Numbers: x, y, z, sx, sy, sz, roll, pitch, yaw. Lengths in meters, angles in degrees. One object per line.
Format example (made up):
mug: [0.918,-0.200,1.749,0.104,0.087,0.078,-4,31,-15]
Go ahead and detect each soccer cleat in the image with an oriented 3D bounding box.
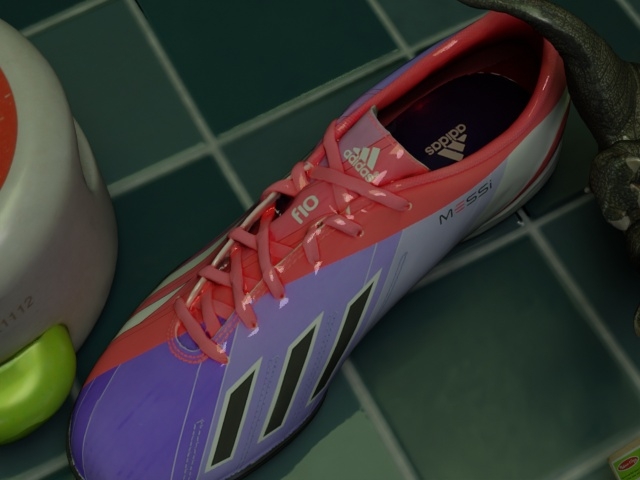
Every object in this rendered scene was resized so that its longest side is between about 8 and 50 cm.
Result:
soccer cleat: [0.000,0.000,0.592,0.318,0.116,0.108,-40,69,-16]

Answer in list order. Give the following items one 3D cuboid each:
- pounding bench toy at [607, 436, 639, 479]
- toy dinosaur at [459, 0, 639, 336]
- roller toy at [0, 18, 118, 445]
pounding bench toy: [0.173,0.114,0.570,0.065,0.083,0.052,-6,62,-36]
toy dinosaur: [0.187,-0.016,0.568,0.314,0.121,0.160,27,32,2]
roller toy: [-0.206,-0.016,0.592,0.209,0.146,0.191,12,65,9]
